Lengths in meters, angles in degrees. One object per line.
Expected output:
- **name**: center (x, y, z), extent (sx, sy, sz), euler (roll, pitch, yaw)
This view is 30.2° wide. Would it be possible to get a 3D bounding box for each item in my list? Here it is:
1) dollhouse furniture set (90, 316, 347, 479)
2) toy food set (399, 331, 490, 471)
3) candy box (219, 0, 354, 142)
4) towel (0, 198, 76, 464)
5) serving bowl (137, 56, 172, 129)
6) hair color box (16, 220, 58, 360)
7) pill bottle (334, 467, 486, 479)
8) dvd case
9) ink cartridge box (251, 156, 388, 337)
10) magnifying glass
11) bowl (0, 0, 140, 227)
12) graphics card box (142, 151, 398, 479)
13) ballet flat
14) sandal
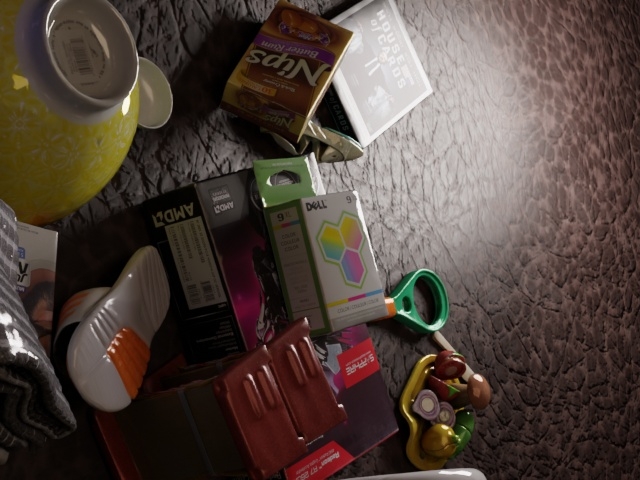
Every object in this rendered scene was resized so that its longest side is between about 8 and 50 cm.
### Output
- **dollhouse furniture set**: center (-0.062, 0.292, 1.215), extent (0.152, 0.201, 0.374), euler (-29, 100, -52)
- **toy food set**: center (0.184, 0.222, 1.657), extent (0.128, 0.071, 0.218), euler (54, 42, -25)
- **candy box**: center (-0.040, -0.216, 1.496), extent (0.109, 0.053, 0.186), euler (25, 50, 1)
- **towel**: center (-0.286, 0.043, 0.920), extent (0.235, 0.121, 0.283), euler (61, -9, 17)
- **serving bowl**: center (-0.205, -0.162, 1.331), extent (0.083, 0.027, 0.083), euler (21, 62, -46)
- **hair color box**: center (-0.301, 0.065, 1.112), extent (0.093, 0.053, 0.167), euler (19, 65, -48)
- **pill bottle**: center (0.108, 0.453, 1.368), extent (0.210, 0.210, 0.362), euler (10, 71, -50)
- **dvd case**: center (0.070, -0.251, 1.709), extent (0.239, 0.030, 0.179), euler (-42, 112, -49)
- **ink cartridge box**: center (0.000, 0.000, 1.354), extent (0.109, 0.062, 0.209), euler (-11, 86, -52)
- **magnifying glass**: center (0.109, 0.091, 1.649), extent (0.231, 0.026, 0.092), euler (-5, 82, -54)
- **bowl**: center (-0.270, -0.163, 1.146), extent (0.289, 0.156, 0.289), euler (20, 63, -47)
- **graphics card box**: center (-0.050, 0.096, 1.387), extent (0.233, 0.094, 0.370), euler (-20, 93, -52)
- **ballet flat**: center (-0.015, -0.128, 1.546), extent (0.168, 0.057, 0.052), euler (25, 70, -34)
- **sandal**: center (-0.218, 0.091, 1.199), extent (0.265, 0.076, 0.101), euler (-70, 146, -66)
